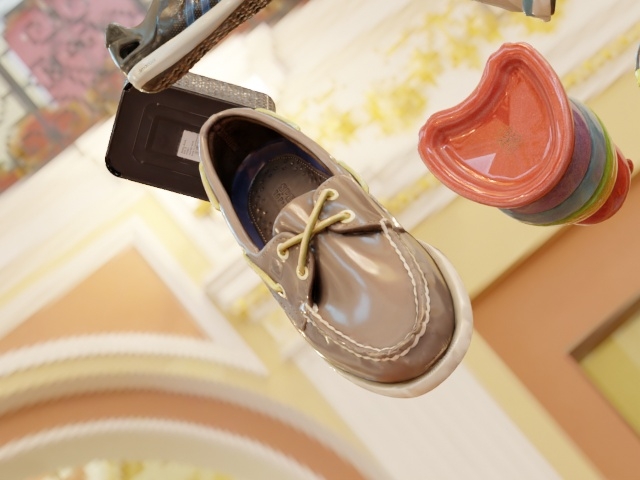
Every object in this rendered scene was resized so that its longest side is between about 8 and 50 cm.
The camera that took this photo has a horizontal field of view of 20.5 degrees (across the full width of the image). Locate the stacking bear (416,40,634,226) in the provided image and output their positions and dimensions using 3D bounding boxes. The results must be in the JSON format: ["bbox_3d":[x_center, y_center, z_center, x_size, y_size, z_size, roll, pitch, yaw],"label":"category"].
[{"bbox_3d":[0.266,-0.090,2.019,0.175,0.164,0.289,-45,-27,15],"label":"stacking bear"}]

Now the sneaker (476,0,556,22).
[{"bbox_3d":[0.134,-0.225,1.373,0.191,0.082,0.071,-91,5,-68],"label":"sneaker"}]

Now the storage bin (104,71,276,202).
[{"bbox_3d":[-0.148,-0.121,2.029,0.084,0.180,0.122,-94,21,-70],"label":"storage bin"}]

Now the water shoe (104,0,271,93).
[{"bbox_3d":[-0.105,-0.221,1.575,0.203,0.080,0.073,-40,-7,-2],"label":"water shoe"}]

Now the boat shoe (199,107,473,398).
[{"bbox_3d":[0.000,0.000,1.287,0.116,0.324,0.096,-44,-53,4],"label":"boat shoe"}]

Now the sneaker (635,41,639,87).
[{"bbox_3d":[0.416,-0.075,1.446,0.145,0.385,0.147,-36,-19,-28],"label":"sneaker"}]
